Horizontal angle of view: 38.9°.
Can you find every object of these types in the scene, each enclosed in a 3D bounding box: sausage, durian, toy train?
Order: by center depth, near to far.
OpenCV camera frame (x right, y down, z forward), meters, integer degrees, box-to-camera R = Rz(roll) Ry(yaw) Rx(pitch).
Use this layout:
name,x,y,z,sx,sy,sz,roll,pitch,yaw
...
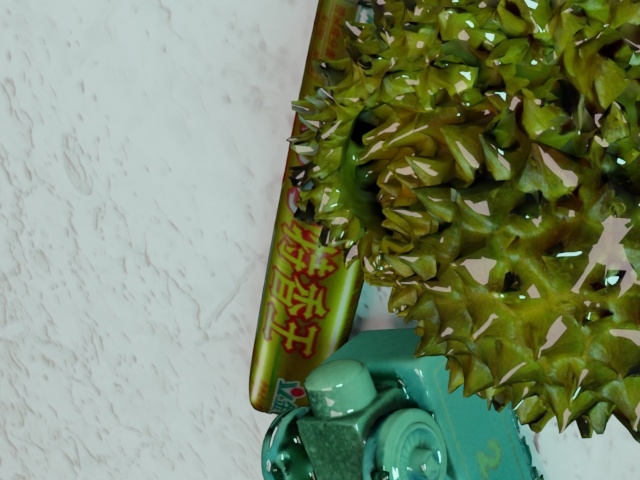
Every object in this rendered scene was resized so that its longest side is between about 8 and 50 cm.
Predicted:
name,x,y,z,sx,sy,sz,roll,pitch,yaw
durian,0.123,-0.037,0.409,0.293,0.258,0.258,25,127,38
toy train,0.061,0.157,0.595,0.112,0.163,0.203,-7,107,41
sausage,0.000,0.000,0.619,0.082,0.082,0.371,29,128,22
